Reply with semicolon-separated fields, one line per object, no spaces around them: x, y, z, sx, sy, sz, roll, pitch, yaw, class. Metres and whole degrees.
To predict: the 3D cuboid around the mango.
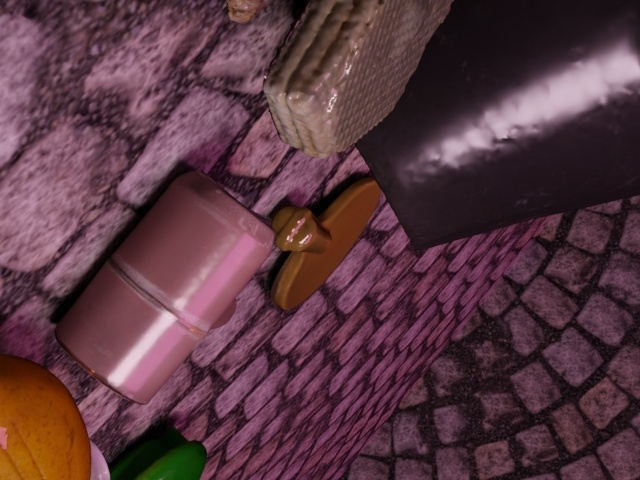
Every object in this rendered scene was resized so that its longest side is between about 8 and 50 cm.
-0.259;0.170;0.877;0.154;0.126;0.252;-32;152;-19;mango

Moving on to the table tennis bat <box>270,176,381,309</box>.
0.000;0.000;1.330;0.198;0.050;0.321;-52;168;3;table tennis bat

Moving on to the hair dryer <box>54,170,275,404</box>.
-0.118;0.045;1.067;0.189;0.106;0.344;-52;173;0;hair dryer

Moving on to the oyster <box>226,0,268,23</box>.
-0.030;-0.194;0.816;0.080;0.038;0.083;-43;162;-30;oyster

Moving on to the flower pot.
0.129;-0.154;0.921;0.251;0.379;0.379;-28;166;7;flower pot

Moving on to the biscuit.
0.051;-0.159;0.677;0.252;0.052;0.150;-59;166;-13;biscuit

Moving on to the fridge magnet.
-0.224;0.324;1.386;0.208;0.088;0.208;-44;163;-17;fridge magnet

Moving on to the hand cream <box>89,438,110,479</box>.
-0.335;0.280;1.029;0.312;0.070;0.111;-31;160;-41;hand cream
